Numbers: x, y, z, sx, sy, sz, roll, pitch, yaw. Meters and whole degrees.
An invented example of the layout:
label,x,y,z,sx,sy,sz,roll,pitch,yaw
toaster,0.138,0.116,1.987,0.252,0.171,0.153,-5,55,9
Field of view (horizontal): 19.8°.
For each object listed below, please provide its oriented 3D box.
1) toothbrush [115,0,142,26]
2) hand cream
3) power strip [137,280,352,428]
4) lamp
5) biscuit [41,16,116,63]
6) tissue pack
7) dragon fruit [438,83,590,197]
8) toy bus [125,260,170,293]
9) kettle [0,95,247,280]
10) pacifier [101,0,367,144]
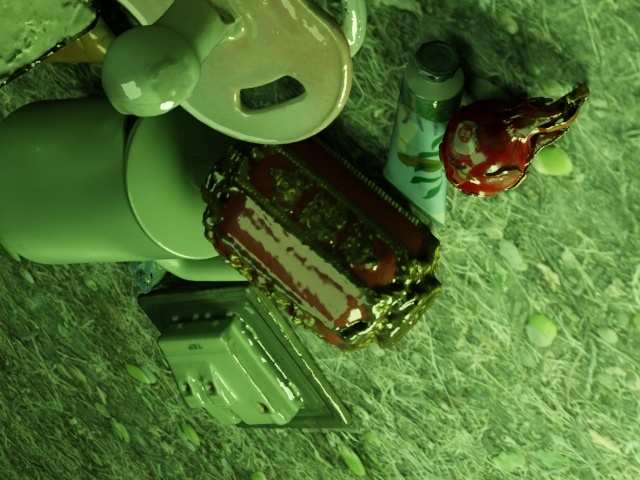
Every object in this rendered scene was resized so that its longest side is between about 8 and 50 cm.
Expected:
label,x,y,z,sx,sy,sz,roll,pitch,yaw
toothbrush,-0.251,-0.303,2.052,0.297,0.030,0.030,44,140,4
hand cream,0.105,-0.103,1.836,0.091,0.058,0.271,39,155,17
power strip,-0.114,0.168,2.403,0.257,0.092,0.251,-7,119,50
lamp,0.000,0.000,1.966,0.274,0.177,0.177,38,150,11
biscuit,-0.332,-0.271,2.161,0.249,0.030,0.160,9,137,56
tissue pack,-0.414,-0.267,2.028,0.210,0.198,0.370,56,156,-14
dragon fruit,0.175,-0.104,1.718,0.094,0.094,0.190,47,141,-2
toy bus,-0.215,0.010,2.377,0.061,0.051,0.153,51,153,15
kettle,-0.222,-0.048,2.150,0.318,0.205,0.265,-3,109,49
pacifier,-0.111,-0.220,1.801,0.332,0.273,0.220,58,168,-22
